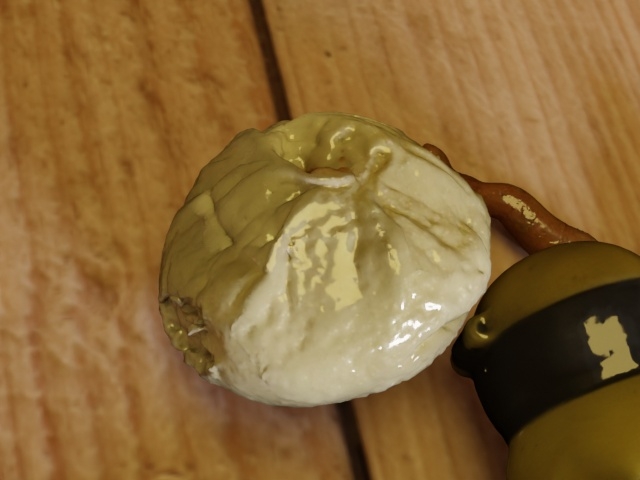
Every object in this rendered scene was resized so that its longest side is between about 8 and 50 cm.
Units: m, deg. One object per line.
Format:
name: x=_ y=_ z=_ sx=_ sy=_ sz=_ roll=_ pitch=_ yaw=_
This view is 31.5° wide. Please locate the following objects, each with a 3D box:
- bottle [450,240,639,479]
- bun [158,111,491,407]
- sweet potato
bottle: x=0.200 y=0.162 z=0.672 sx=0.171 sy=0.171 sz=0.351 roll=-11 pitch=63 yaw=-18
bun: x=0.000 y=0.000 z=0.713 sx=0.220 sy=0.134 sz=0.220 roll=-8 pitch=37 yaw=6
sweet potato: x=0.148 y=-0.018 z=0.843 sx=0.179 sy=0.044 sz=0.044 roll=30 pitch=59 yaw=6
